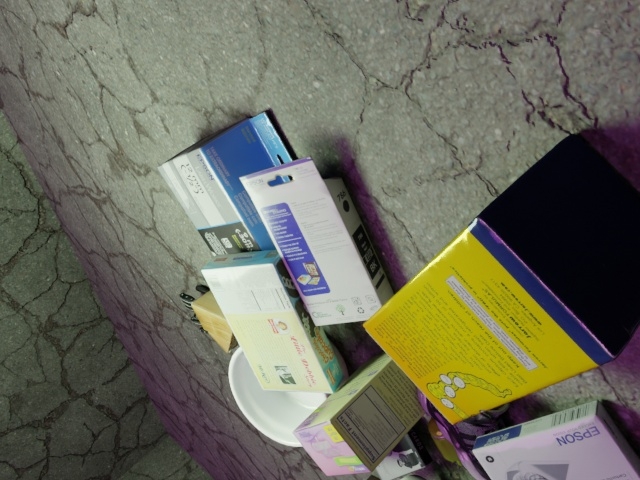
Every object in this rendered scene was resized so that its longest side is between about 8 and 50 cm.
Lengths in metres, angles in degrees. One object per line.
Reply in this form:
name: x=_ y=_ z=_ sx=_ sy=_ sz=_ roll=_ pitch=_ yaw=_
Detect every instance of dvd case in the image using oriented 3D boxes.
dvd case: x=0.151 y=0.449 z=1.482 sx=0.179 sy=0.029 sz=0.239 roll=60 pitch=151 yaw=16

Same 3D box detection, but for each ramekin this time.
ramekin: x=-0.067 y=0.328 z=1.530 sx=0.277 sy=0.135 sz=0.277 roll=14 pitch=118 yaw=27

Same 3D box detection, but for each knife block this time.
knife block: x=-0.303 y=0.189 z=1.842 sx=0.242 sy=0.088 sz=0.276 roll=45 pitch=151 yaw=13

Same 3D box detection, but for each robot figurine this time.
robot figurine: x=0.255 y=0.383 z=1.274 sx=0.115 sy=0.067 sz=0.101 roll=60 pitch=159 yaw=-12

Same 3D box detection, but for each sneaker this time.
sneaker: x=0.291 y=0.325 z=1.122 sx=0.269 sy=0.101 sz=0.153 roll=50 pitch=150 yaw=5

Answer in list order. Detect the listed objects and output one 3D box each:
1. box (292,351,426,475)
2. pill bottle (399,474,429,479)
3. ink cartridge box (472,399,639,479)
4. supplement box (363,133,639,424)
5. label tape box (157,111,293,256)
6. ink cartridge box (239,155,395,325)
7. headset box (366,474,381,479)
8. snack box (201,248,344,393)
box: x=0.097 y=0.325 z=1.258 sx=0.117 sy=0.243 sz=0.213 roll=51 pitch=150 yaw=3
pill bottle: x=0.314 y=0.639 z=1.305 sx=0.407 sy=0.229 sz=0.229 roll=14 pitch=133 yaw=49
ink cartridge box: x=0.388 y=0.374 z=1.006 sx=0.223 sy=0.045 sz=0.224 roll=-33 pitch=96 yaw=36
supplement box: x=0.236 y=0.070 z=0.825 sx=0.195 sy=0.194 sz=0.356 roll=48 pitch=151 yaw=9
label tape box: x=-0.166 y=-0.094 z=1.310 sx=0.347 sy=0.115 sz=0.249 roll=-4 pitch=119 yaw=58
ink cartridge box: x=0.000 y=0.000 z=1.171 sx=0.165 sy=0.065 sz=0.333 roll=-10 pitch=116 yaw=34
headset box: x=0.232 y=0.768 z=1.688 sx=0.293 sy=0.110 sz=0.218 roll=4 pitch=125 yaw=54
snack box: x=-0.093 y=0.171 z=1.318 sx=0.187 sy=0.060 sz=0.322 roll=-6 pitch=118 yaw=34
